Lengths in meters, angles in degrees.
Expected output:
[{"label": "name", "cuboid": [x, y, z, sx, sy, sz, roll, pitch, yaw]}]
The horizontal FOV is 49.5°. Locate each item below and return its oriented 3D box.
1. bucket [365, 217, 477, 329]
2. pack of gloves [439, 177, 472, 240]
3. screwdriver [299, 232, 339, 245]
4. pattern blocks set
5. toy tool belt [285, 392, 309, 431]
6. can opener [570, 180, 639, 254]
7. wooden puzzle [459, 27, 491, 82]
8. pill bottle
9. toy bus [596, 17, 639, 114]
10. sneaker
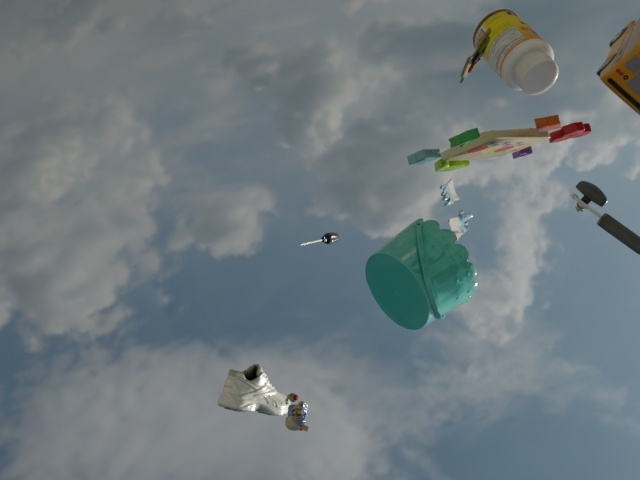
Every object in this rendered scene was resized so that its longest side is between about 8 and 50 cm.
[{"label": "bucket", "cuboid": [0.270, 0.099, 1.912, 0.183, 0.281, 0.281, -31, -146, -29]}, {"label": "pack of gloves", "cuboid": [0.481, -0.116, 2.421, 0.046, 0.195, 0.232, -16, -175, 24]}, {"label": "screwdriver", "cuboid": [0.000, 0.000, 1.390, 0.025, 0.024, 0.170, -4, -177, 21]}, {"label": "pattern blocks set", "cuboid": [0.337, -0.185, 1.331, 0.285, 0.026, 0.325, -18, 171, 43]}, {"label": "toy tool belt", "cuboid": [-0.045, 0.381, 1.541, 0.051, 0.052, 0.083, -9, -107, 33]}, {"label": "can opener", "cuboid": [0.877, -0.067, 2.103, 0.280, 0.093, 0.074, 43, -161, 11]}, {"label": "wooden puzzle", "cuboid": [0.309, -0.364, 1.379, 0.014, 0.116, 0.078, 37, -103, 11]}, {"label": "pill bottle", "cuboid": [0.423, -0.406, 1.504, 0.117, 0.117, 0.215, -18, -134, -4]}, {"label": "toy bus", "cuboid": [0.634, -0.360, 1.352, 0.130, 0.108, 0.332, -49, 180, 43]}, {"label": "sneaker", "cuboid": [-0.144, 0.360, 1.683, 0.090, 0.232, 0.115, 3, -104, 35]}]
